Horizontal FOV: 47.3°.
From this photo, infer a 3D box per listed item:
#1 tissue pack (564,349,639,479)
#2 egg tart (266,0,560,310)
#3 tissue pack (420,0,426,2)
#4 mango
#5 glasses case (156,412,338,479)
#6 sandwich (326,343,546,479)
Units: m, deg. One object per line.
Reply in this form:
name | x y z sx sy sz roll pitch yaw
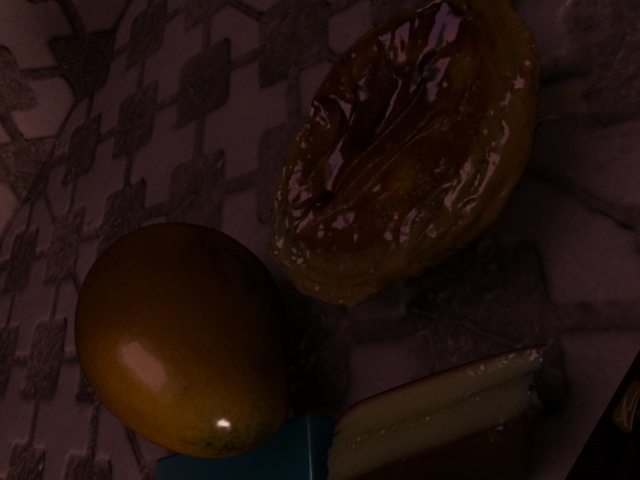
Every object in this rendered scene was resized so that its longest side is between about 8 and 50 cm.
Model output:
tissue pack | 0.201 0.257 0.376 0.370 0.209 0.198 -61 -4 5
egg tart | 0.107 -0.091 0.776 0.339 0.153 0.352 -8 64 48
tissue pack | 0.224 -0.481 0.799 0.388 0.162 0.287 -37 22 32
mango | -0.158 0.115 0.877 0.221 0.263 0.378 -65 28 15
glasses case | -0.090 0.296 0.875 0.301 0.070 0.117 -25 57 38
sandwich | 0.116 0.175 0.667 0.258 0.096 0.094 -30 42 40
